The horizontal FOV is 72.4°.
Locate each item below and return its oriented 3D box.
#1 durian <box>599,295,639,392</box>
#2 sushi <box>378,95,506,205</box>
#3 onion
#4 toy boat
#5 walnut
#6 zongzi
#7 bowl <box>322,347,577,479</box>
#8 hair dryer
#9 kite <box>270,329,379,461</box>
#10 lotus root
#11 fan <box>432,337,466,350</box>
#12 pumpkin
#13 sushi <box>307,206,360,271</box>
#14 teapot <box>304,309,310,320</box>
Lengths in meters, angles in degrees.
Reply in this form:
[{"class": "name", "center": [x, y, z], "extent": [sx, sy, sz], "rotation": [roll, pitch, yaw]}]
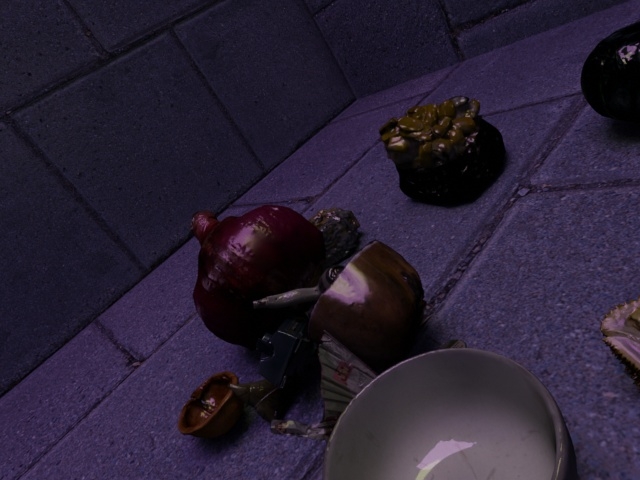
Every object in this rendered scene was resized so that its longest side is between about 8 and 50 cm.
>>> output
[{"class": "durian", "center": [0.472, 0.160, 0.549], "extent": [0.146, 0.102, 0.208], "rotation": [-32, 46, 10]}, {"class": "sushi", "center": [0.370, -0.301, 1.338], "extent": [0.328, 0.285, 0.328], "rotation": [-37, 23, -12]}, {"class": "onion", "center": [-0.216, 0.055, 1.178], "extent": [0.398, 0.420, 0.398], "rotation": [-53, -12, -16]}, {"class": "toy boat", "center": [-0.058, 0.237, 0.995], "extent": [0.114, 0.122, 0.296], "rotation": [-65, -7, 2]}, {"class": "walnut", "center": [-0.237, 0.392, 1.006], "extent": [0.167, 0.087, 0.211], "rotation": [-46, 16, -27]}, {"class": "zongzi", "center": [-0.112, 0.304, 0.975], "extent": [0.154, 0.130, 0.062], "rotation": [-51, -2, -37]}, {"class": "bowl", "center": [0.170, 0.298, 0.566], "extent": [0.307, 0.163, 0.307], "rotation": [-28, 23, 13]}, {"class": "hair dryer", "center": [-0.018, 0.147, 1.023], "extent": [0.224, 0.219, 0.089], "rotation": [-21, 59, 5]}, {"class": "kite", "center": [0.050, 0.308, 0.732], "extent": [0.267, 0.013, 0.323], "rotation": [-3, 66, -3]}, {"class": "lotus root", "center": [0.115, 0.143, 0.881], "extent": [0.191, 0.272, 0.272], "rotation": [26, 56, 27]}, {"class": "fan", "center": [0.241, 0.214, 0.845], "extent": [0.080, 0.003, 0.060], "rotation": [-8, 33, 44]}, {"class": "pumpkin", "center": [0.795, -0.394, 1.042], "extent": [0.314, 0.239, 0.315], "rotation": [-11, 27, 6]}, {"class": "sushi", "center": [0.000, 0.000, 1.412], "extent": [0.274, 0.139, 0.184], "rotation": [-36, 20, 3]}, {"class": "teapot", "center": [0.003, 0.192, 1.148], "extent": [0.083, 0.057, 0.067], "rotation": [-33, -7, -12]}]
